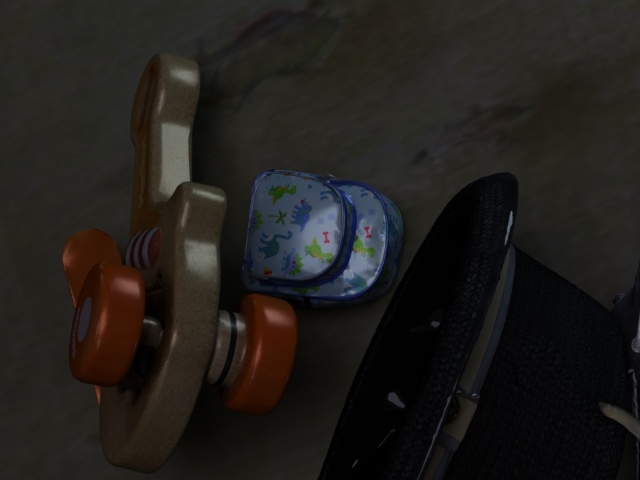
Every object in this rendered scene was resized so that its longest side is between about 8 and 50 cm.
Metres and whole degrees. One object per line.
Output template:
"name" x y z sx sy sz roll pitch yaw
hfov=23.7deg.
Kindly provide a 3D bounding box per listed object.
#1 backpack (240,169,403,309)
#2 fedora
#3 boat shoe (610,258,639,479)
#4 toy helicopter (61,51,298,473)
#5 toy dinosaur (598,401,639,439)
"backpack" 0.000 0.000 1.159 0.114 0.084 0.105 6 81 17
"fedora" 0.107 0.129 1.019 0.152 0.334 0.334 24 85 -5
"boat shoe" 0.250 0.063 1.054 0.102 0.108 0.301 10 89 41
"toy helicopter" -0.125 0.012 1.163 0.140 0.235 0.355 12 52 -19
"toy dinosaur" 0.314 0.134 0.959 0.118 0.268 0.064 -126 40 -51
